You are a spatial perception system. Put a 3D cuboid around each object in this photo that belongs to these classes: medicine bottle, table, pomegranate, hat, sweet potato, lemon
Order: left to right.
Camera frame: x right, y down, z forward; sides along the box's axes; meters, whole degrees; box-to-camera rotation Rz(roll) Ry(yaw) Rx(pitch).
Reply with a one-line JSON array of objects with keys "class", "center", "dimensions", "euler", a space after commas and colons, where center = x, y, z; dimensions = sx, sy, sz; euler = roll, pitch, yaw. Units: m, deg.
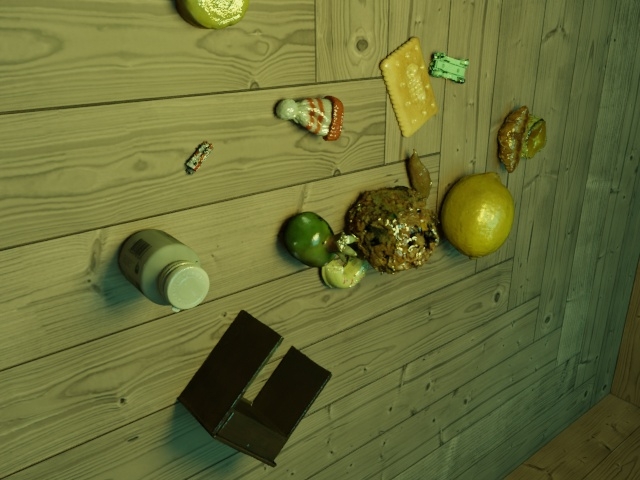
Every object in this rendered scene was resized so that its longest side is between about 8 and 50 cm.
[{"class": "medicine bottle", "center": [-0.323, 0.064, 1.173], "dimensions": [0.135, 0.215, 0.135], "euler": [-16, 117, -35]}, {"class": "table", "center": [-0.161, 0.380, 1.448], "dimensions": [0.282, 0.196, 0.250], "euler": [-54, 131, -11]}, {"class": "hat", "center": [-0.029, -0.308, 1.370], "dimensions": [0.162, 0.093, 0.112], "euler": [4, 93, -35]}, {"class": "pomegranate", "center": [0.000, 0.000, 1.443], "dimensions": [0.152, 0.191, 0.131], "euler": [38, 64, -44]}, {"class": "sweet potato", "center": [0.302, -0.200, 1.706], "dimensions": [0.068, 0.060, 0.206], "euler": [-37, 136, -7]}, {"class": "lemon", "center": [0.508, -0.080, 1.815], "dimensions": [0.236, 0.236, 0.263], "euler": [39, 67, -42]}]

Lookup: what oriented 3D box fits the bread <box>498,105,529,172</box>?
[{"class": "bread", "center": [0.662, -0.353, 1.943], "dimensions": [0.105, 0.076, 0.233], "euler": [-5, 108, -43]}]

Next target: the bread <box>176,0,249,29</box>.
[{"class": "bread", "center": [-0.227, -0.492, 1.134], "dimensions": [0.156, 0.086, 0.125], "euler": [23, 101, -39]}]

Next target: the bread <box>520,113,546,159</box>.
[{"class": "bread", "center": [0.752, -0.371, 2.017], "dimensions": [0.128, 0.069, 0.140], "euler": [-42, 132, -19]}]

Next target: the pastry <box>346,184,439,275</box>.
[{"class": "pastry", "center": [0.208, -0.043, 1.560], "dimensions": [0.275, 0.275, 0.193], "euler": [-44, 155, -19]}]

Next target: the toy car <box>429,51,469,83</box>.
[{"class": "toy car", "center": [0.379, -0.511, 1.659], "dimensions": [0.143, 0.054, 0.073], "euler": [0, 105, -36]}]

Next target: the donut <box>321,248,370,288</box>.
[{"class": "donut", "center": [0.077, 0.091, 1.625], "dimensions": [0.166, 0.065, 0.108], "euler": [-20, 119, -33]}]

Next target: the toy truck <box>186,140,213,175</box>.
[{"class": "toy truck", "center": [-0.271, -0.184, 1.253], "dimensions": [0.083, 0.024, 0.032], "euler": [-55, 161, -13]}]

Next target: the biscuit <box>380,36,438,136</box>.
[{"class": "biscuit", "center": [0.261, -0.435, 1.602], "dimensions": [0.160, 0.030, 0.250], "euler": [-41, 128, -21]}]
